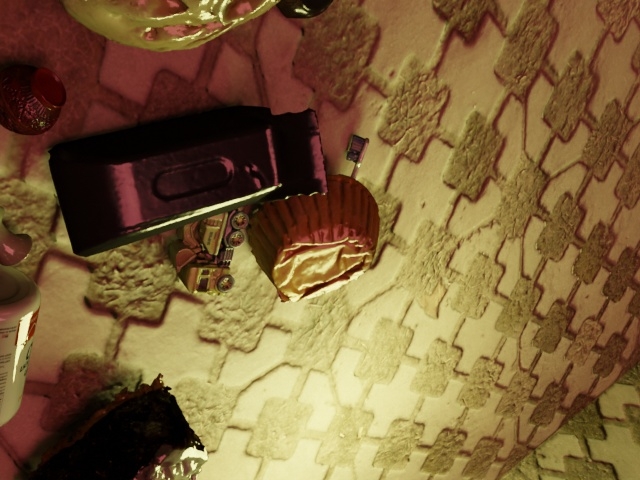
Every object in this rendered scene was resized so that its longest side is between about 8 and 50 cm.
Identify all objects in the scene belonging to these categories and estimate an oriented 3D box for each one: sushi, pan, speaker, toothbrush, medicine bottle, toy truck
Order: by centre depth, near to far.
[{"bbox_3d":[-0.533,0.189,1.227,0.157,0.157,0.288,-3,121,-41],"label":"medicine bottle"},{"bbox_3d":[-0.202,-0.103,1.254,0.388,0.184,0.180,-20,108,-30],"label":"speaker"},{"bbox_3d":[-0.047,-0.416,1.294,0.202,0.048,0.128,-17,131,-32],"label":"pan"},{"bbox_3d":[-0.210,0.005,1.439,0.116,0.085,0.191,1,116,-32],"label":"toy truck"},{"bbox_3d":[-0.389,0.443,1.524,0.348,0.207,0.234,-35,149,-10],"label":"sushi"},{"bbox_3d":[0.020,-0.038,1.648,0.040,0.040,0.386,1,119,-42],"label":"toothbrush"}]

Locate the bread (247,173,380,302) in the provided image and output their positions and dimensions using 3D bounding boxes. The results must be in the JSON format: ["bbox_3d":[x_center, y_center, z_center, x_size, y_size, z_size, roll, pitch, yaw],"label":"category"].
[{"bbox_3d":[0.000,0.000,1.547,0.274,0.149,0.274,-13,133,-15],"label":"bread"}]

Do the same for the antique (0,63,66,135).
[{"bbox_3d":[-0.408,-0.194,1.101,0.104,0.104,0.104,-24,133,-28],"label":"antique"}]

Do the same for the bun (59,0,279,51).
[{"bbox_3d":[-0.168,-0.379,1.029,0.362,0.234,0.326,-34,171,-26],"label":"bun"}]

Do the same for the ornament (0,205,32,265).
[{"bbox_3d":[-0.496,-0.030,1.164,0.081,0.075,0.156,-57,141,-19],"label":"ornament"}]
